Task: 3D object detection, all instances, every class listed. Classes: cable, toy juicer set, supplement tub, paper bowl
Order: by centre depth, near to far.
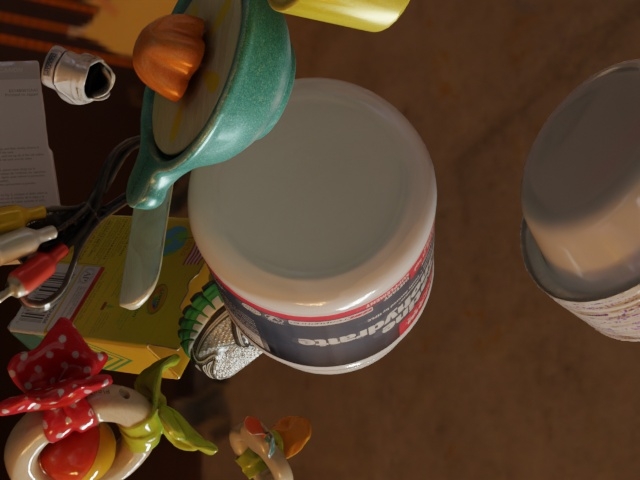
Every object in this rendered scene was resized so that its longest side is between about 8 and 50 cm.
[{"bbox_3d":[-0.071,-0.131,0.868,0.329,0.089,0.209,-47,-143,41],"label":"toy juicer set"},{"bbox_3d":[0.000,0.000,1.189,0.272,0.191,0.191,78,8,-71],"label":"supplement tub"},{"bbox_3d":[0.304,-0.057,1.364,0.284,0.148,0.284,-40,-148,32],"label":"paper bowl"},{"bbox_3d":[-0.288,-0.020,1.707,0.139,0.287,0.072,60,-22,-4],"label":"cable"}]

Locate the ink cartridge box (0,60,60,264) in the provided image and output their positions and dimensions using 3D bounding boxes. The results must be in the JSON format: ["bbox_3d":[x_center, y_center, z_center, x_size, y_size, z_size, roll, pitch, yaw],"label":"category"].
[{"bbox_3d":[-0.486,-0.094,1.797,0.066,0.296,0.261,131,-48,-62],"label":"ink cartridge box"}]

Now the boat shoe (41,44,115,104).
[{"bbox_3d":[-0.400,-0.281,2.476,0.267,0.088,0.096,41,68,-83],"label":"boat shoe"}]

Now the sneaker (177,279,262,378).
[{"bbox_3d":[-0.026,0.072,1.510,0.343,0.134,0.146,-38,-102,42],"label":"sneaker"}]

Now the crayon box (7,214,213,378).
[{"bbox_3d":[-0.236,0.069,1.863,0.319,0.081,0.202,3,-125,40],"label":"crayon box"}]

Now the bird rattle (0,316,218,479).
[{"bbox_3d":[-0.240,0.202,1.491,0.207,0.253,0.143,-51,-124,21],"label":"bird rattle"}]

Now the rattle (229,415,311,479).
[{"bbox_3d":[-0.056,0.288,2.139,0.130,0.143,0.199,56,-22,33],"label":"rattle"}]
